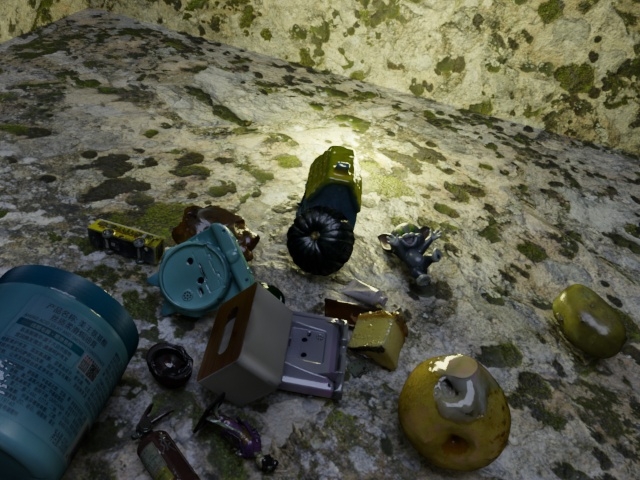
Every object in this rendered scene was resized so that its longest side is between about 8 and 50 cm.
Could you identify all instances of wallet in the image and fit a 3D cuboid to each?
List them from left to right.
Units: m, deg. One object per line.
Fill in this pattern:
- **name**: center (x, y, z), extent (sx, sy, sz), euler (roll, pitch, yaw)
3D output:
- **wallet**: center (0.097, 0.222, 1.484), extent (0.176, 0.026, 0.095), euler (11, 40, -8)

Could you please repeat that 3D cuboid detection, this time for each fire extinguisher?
- **fire extinguisher**: center (-0.329, 0.458, 1.082), extent (0.252, 0.075, 0.106), euler (39, 20, 30)

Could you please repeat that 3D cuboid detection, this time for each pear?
- **pear**: center (0.315, 0.397, 1.193), extent (0.271, 0.271, 0.271), euler (7, 41, -6)

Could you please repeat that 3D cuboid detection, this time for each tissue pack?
- **tissue pack**: center (-0.179, 0.255, 1.246), extent (0.136, 0.159, 0.246), euler (42, 32, -26)

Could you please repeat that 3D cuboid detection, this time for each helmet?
- **helmet**: center (-0.367, 0.312, 1.232), extent (0.123, 0.070, 0.098), euler (30, 37, 29)

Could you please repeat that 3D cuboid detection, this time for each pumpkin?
- **pumpkin**: center (0.000, 0.000, 1.581), extent (0.221, 0.162, 0.220), euler (-3, 76, 13)

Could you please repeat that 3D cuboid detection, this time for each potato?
- **potato**: center (0.816, 0.248, 1.538), extent (0.197, 0.148, 0.228), euler (-4, 44, -51)

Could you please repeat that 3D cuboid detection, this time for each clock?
- **clock**: center (-0.335, 0.099, 1.384), extent (0.274, 0.094, 0.223), euler (-27, 82, -5)
- **clock**: center (-0.023, 0.293, 1.329), extent (0.187, 0.083, 0.253), euler (10, 41, -2)

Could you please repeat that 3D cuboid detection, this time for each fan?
- **fan**: center (0.091, 0.335, 1.369), extent (0.056, 0.004, 0.083), euler (-20, 50, -32)

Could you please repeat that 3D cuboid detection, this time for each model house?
- **model house**: center (0.045, -0.164, 1.721), extent (0.216, 0.303, 0.237), euler (15, 39, -7)

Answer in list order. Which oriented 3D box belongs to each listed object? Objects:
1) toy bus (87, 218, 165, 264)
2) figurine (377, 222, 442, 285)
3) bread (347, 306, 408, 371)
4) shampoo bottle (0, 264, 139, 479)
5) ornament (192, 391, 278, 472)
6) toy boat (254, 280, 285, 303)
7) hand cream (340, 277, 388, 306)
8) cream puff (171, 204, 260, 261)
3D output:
- **toy bus**: center (-0.589, 0.007, 1.527), extent (0.226, 0.081, 0.074), euler (14, 35, 8)
- **figurine**: center (0.322, 0.035, 1.676), extent (0.193, 0.140, 0.265), euler (-21, 59, -2)
- **bread**: center (0.160, 0.268, 1.401), extent (0.152, 0.127, 0.147), euler (3, 41, 30)
- **shampoo bottle**: center (-0.594, 0.281, 1.011), extent (0.331, 0.331, 0.342), euler (13, 41, 1)
- **ornament**: center (-0.182, 0.443, 1.119), extent (0.203, 0.088, 0.081), euler (39, 24, 16)
- **toy boat**: center (-0.206, 0.162, 1.459), extent (0.210, 0.052, 0.104), euler (7, 56, -6)
- **hand cream**: center (0.140, 0.164, 1.555), extent (0.142, 0.053, 0.084), euler (21, 38, 34)
- **cream puff**: center (-0.331, -0.007, 1.544), extent (0.241, 0.154, 0.269), euler (-28, 56, -36)
